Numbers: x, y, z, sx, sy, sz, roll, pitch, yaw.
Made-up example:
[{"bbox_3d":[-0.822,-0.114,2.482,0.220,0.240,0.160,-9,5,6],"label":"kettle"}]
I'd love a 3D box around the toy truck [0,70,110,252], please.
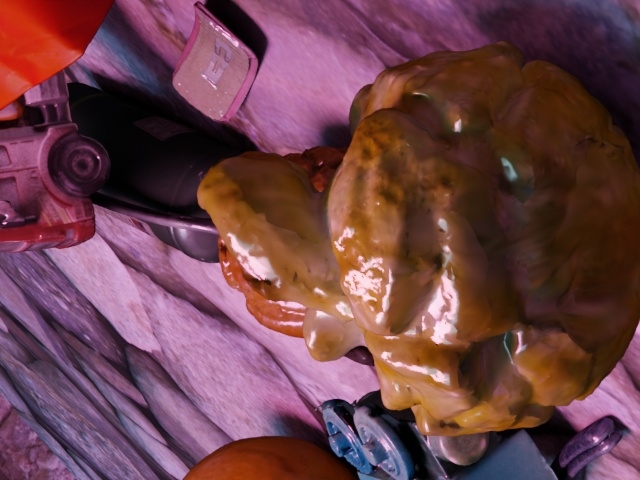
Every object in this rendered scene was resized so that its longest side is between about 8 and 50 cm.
[{"bbox_3d":[-0.236,-0.123,1.011,0.114,0.135,0.270,163,96,-69],"label":"toy truck"}]

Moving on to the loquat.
[{"bbox_3d":[-0.054,0.340,1.508,0.275,0.275,0.275,38,160,17],"label":"loquat"}]

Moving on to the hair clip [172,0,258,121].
[{"bbox_3d":[-0.069,-0.119,0.953,0.054,0.022,0.137,42,160,2],"label":"hair clip"}]

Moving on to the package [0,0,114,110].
[{"bbox_3d":[-0.300,-0.129,0.836,0.196,0.424,0.123,42,-153,-44],"label":"package"}]

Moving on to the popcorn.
[{"bbox_3d":[0.053,-0.005,0.685,0.213,0.198,0.198,-4,145,10],"label":"popcorn"}]

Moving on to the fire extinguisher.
[{"bbox_3d":[-0.113,-0.041,1.089,0.294,0.118,0.093,25,113,42],"label":"fire extinguisher"}]

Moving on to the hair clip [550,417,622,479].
[{"bbox_3d":[0.185,0.194,1.063,0.083,0.048,0.275,38,159,27],"label":"hair clip"}]

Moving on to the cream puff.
[{"bbox_3d":[0.001,-0.004,0.901,0.144,0.126,0.103,14,131,39],"label":"cream puff"}]

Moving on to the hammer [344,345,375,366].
[{"bbox_3d":[-0.038,0.020,1.103,0.125,0.027,0.297,7,-160,-43],"label":"hammer"}]

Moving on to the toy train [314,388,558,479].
[{"bbox_3d":[0.086,0.160,1.060,0.154,0.107,0.198,57,163,-8],"label":"toy train"}]
